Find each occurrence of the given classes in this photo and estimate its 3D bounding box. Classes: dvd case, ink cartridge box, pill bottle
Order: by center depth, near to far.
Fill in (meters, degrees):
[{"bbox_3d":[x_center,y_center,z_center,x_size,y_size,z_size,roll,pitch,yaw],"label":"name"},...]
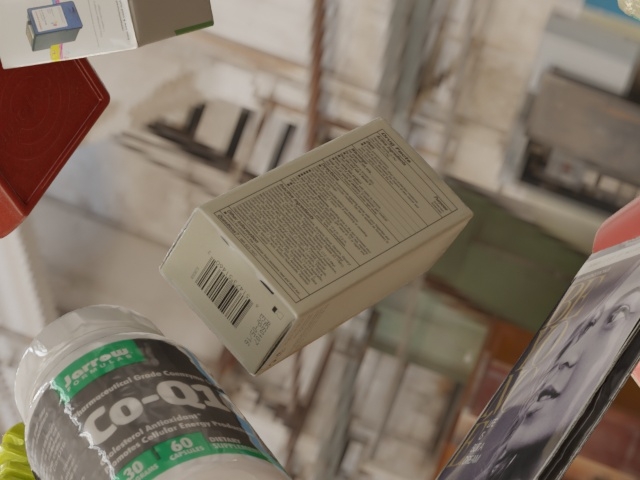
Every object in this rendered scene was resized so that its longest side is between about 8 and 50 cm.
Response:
[{"bbox_3d":[0.131,0.082,1.000,0.221,0.018,0.164,-53,6,-17],"label":"dvd case"},{"bbox_3d":[-0.166,0.214,1.709,0.361,0.204,0.204,44,120,55],"label":"pill bottle"},{"bbox_3d":[-0.256,-0.267,2.078,0.154,0.212,0.093,-27,-69,-55],"label":"ink cartridge box"}]

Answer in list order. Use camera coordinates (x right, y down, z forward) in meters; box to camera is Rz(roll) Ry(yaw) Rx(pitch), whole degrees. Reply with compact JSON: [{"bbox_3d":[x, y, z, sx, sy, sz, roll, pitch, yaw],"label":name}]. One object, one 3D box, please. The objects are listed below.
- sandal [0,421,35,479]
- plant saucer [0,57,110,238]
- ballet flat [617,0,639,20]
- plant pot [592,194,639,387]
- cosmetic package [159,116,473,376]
[{"bbox_3d":[-0.351,0.332,1.989,0.317,0.126,0.138,-54,-15,-66],"label":"sandal"},{"bbox_3d":[-0.369,-0.170,2.196,0.258,0.048,0.259,-58,-37,-25],"label":"plant saucer"},{"bbox_3d":[0.285,-0.257,1.309,0.086,0.086,0.248,90,-156,-69],"label":"ballet flat"},{"bbox_3d":[0.386,0.025,1.529,0.243,0.275,0.275,-25,20,32],"label":"plant pot"},{"bbox_3d":[0.000,0.000,1.873,0.309,0.160,0.113,-27,-20,-46],"label":"cosmetic package"}]
